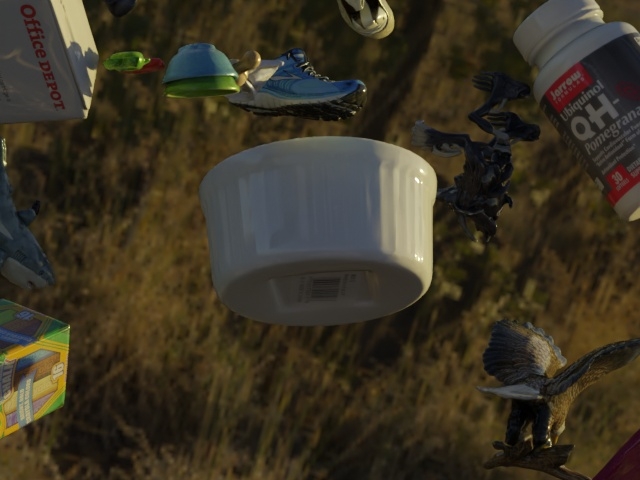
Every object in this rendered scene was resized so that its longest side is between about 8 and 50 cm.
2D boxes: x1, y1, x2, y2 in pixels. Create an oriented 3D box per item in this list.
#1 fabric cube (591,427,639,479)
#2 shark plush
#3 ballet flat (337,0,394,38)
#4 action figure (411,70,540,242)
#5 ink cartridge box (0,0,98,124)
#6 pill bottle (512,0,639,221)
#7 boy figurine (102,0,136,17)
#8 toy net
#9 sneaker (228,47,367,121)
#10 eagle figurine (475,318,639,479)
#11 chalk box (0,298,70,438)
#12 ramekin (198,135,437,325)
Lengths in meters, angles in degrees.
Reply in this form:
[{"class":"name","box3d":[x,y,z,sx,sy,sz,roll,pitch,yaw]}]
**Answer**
[{"class":"fabric cube","box3d":[0.397,0.250,1.146,0.254,0.259,0.258,-39,89,-25]},{"class":"shark plush","box3d":[-0.323,-0.026,1.445,0.067,0.161,0.073,-9,2,-8]},{"class":"ballet flat","box3d":[0.045,-0.284,1.654,0.168,0.057,0.052,49,24,-49]},{"class":"action figure","box3d":[0.211,-0.108,1.930,0.141,0.164,0.275,1,41,30]},{"class":"ink cartridge box","box3d":[-0.306,-0.177,1.181,0.203,0.148,0.086,-3,47,6]},{"class":"pill bottle","box3d":[0.418,-0.201,1.985,0.176,0.176,0.318,-14,67,-52]},{"class":"boy figurine","box3d":[-0.322,-0.386,1.681,0.285,0.177,0.092,36,13,-42]},{"class":"toy net","box3d":[-0.109,-0.150,1.298,0.122,0.045,0.232,-6,0,17]},{"class":"sneaker","box3d":[-0.024,-0.167,1.434,0.162,0.073,0.063,8,-6,32]},{"class":"eagle figurine","box3d":[0.344,0.214,2.028,0.226,0.225,0.298,30,60,-1]},{"class":"chalk box","box3d":[-0.456,0.181,1.843,0.132,0.132,0.213,19,23,25]},{"class":"ramekin","box3d":[0.000,0.000,1.580,0.277,0.277,0.135,7,66,-22]}]
